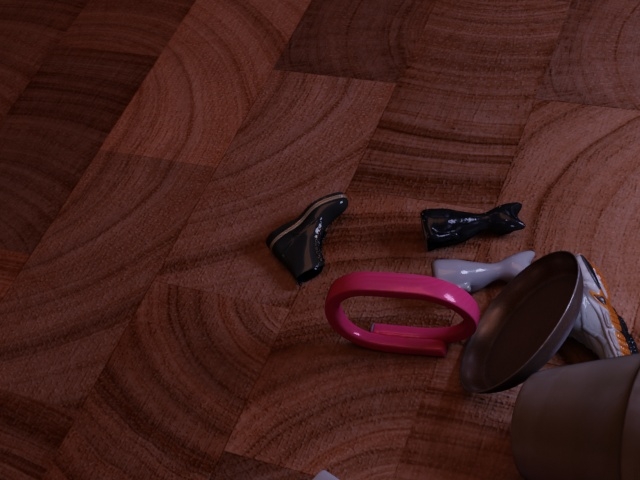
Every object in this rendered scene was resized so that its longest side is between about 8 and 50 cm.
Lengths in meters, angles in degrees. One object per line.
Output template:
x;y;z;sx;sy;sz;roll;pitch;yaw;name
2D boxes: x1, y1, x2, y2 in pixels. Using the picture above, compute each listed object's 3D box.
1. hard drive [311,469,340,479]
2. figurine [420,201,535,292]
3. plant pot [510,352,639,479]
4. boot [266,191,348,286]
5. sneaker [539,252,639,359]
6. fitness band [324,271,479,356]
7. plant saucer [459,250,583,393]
0.039;0.524;1.815;0.203;0.040;0.307;-45;37;-20;hard drive
0.319;0.017;2.177;0.209;0.092;0.215;-10;51;3;figurine
0.473;0.319;1.765;0.280;0.323;0.323;1;50;37;plant pot
0.000;0.000;2.297;0.198;0.077;0.137;-37;55;2;boot
0.493;0.160;2.016;0.121;0.099;0.262;-33;53;23;sneaker
0.152;0.135;2.042;0.290;0.209;0.054;2;51;18;fitness band
0.369;0.156;1.962;0.050;0.310;0.311;38;61;-11;plant saucer
